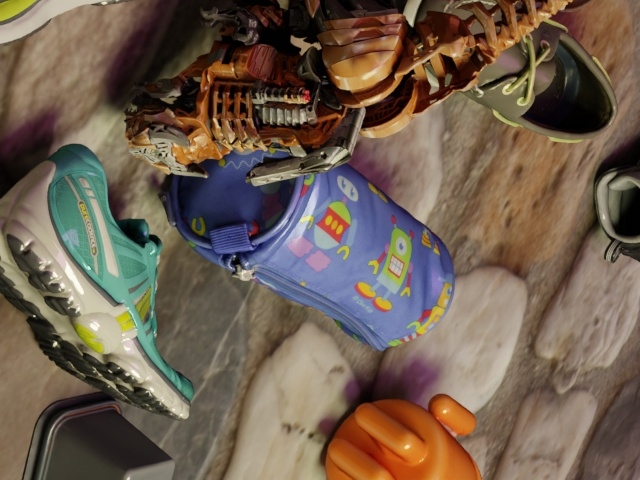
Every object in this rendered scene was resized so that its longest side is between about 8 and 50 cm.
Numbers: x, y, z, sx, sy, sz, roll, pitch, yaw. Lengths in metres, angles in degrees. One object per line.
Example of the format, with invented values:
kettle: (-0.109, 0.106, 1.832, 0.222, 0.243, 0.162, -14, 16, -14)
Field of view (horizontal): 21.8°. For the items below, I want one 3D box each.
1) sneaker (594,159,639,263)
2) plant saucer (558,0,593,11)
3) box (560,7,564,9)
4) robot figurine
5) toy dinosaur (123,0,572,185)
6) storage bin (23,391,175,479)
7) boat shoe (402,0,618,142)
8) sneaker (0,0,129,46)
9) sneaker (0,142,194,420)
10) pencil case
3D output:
sneaker: (0.389, -0.088, 1.813, 0.153, 0.101, 0.268, -4, 119, -55)
plant saucer: (0.241, -0.309, 1.521, 0.199, 0.036, 0.198, -32, 135, -37)
box: (0.125, -0.328, 1.257, 0.154, 0.142, 0.300, -57, 146, -8)
robot figurine: (0.083, 0.235, 1.621, 0.219, 0.128, 0.158, 48, 39, -55)
toy dinosaur: (0.021, -0.136, 1.177, 0.322, 0.218, 0.164, -2, 143, -7)
storage bin: (-0.168, 0.201, 1.295, 0.098, 0.091, 0.135, -8, 120, -51)
boat shoe: (0.175, -0.161, 1.489, 0.305, 0.091, 0.109, 20, 97, -56)
sneaker: (-0.186, -0.195, 0.995, 0.300, 0.111, 0.121, -29, 125, -47)
sneaker: (-0.147, 0.041, 1.205, 0.110, 0.107, 0.275, -57, 147, -25)
pencil case: (0.000, 0.000, 1.344, 0.306, 0.119, 0.133, 33, 62, -56)
